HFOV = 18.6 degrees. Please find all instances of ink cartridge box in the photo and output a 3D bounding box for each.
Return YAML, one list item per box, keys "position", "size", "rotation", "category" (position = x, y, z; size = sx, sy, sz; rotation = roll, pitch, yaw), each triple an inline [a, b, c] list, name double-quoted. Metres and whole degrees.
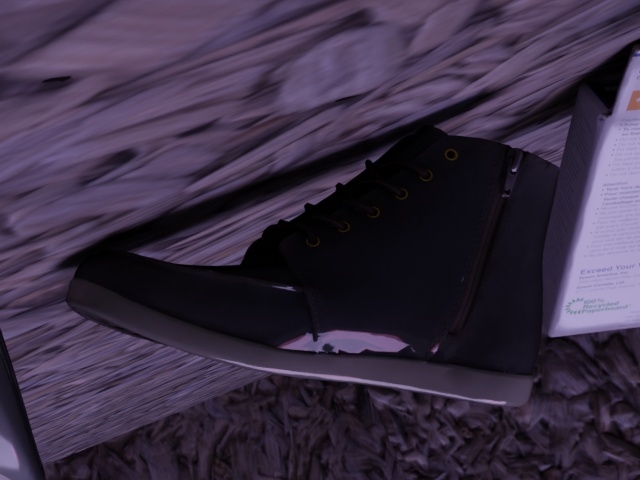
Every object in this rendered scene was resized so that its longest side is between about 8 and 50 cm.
- position: [0.236, -0.044, 1.031]
  size: [0.223, 0.045, 0.224]
  rotation: [-5, 140, -13]
  category: "ink cartridge box"

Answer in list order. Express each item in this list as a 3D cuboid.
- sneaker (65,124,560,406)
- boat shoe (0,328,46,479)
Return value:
- position: [0.000, 0.000, 0.856]
  size: [0.222, 0.118, 0.083]
  rotation: [10, 179, -27]
  category: "sneaker"
- position: [-0.156, 0.079, 0.698]
  size: [0.103, 0.118, 0.320]
  rotation: [-17, 170, -11]
  category: "boat shoe"
